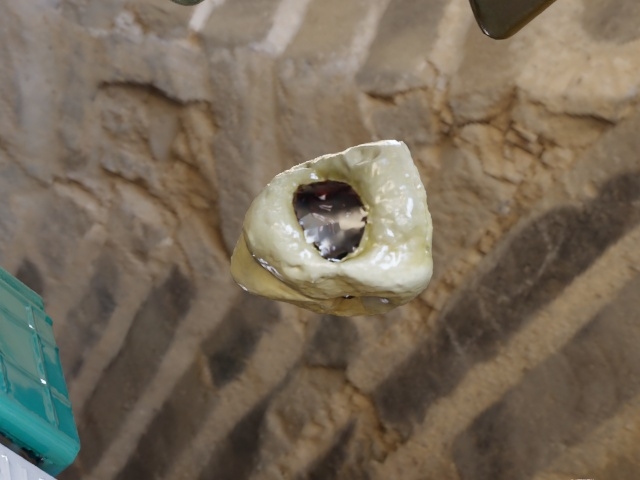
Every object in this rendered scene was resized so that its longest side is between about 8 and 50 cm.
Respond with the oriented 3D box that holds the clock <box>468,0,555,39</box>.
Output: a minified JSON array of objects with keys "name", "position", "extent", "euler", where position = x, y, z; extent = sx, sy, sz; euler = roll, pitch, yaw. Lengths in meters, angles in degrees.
[{"name":"clock","position":[0.106,-0.219,0.332],"extent":[0.117,0.286,0.348],"euler":[-51,-176,-38]}]

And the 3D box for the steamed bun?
[{"name":"steamed bun","position":[0.000,0.000,0.960],"extent":[0.172,0.155,0.140],"euler":[133,-54,-62]}]

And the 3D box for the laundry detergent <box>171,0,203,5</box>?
[{"name":"laundry detergent","position":[-0.038,-0.348,0.585],"extent":[0.398,0.264,0.124],"euler":[-48,-137,10]}]

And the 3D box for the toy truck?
[{"name":"toy truck","position":[-0.202,0.100,0.568],"extent":[0.124,0.114,0.253],"euler":[-39,-139,5]}]
